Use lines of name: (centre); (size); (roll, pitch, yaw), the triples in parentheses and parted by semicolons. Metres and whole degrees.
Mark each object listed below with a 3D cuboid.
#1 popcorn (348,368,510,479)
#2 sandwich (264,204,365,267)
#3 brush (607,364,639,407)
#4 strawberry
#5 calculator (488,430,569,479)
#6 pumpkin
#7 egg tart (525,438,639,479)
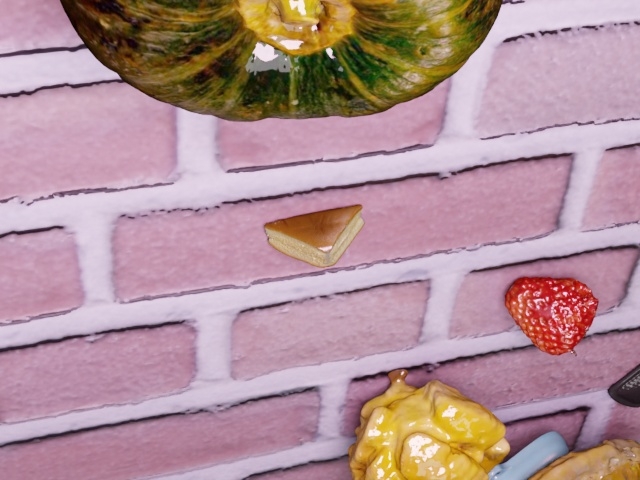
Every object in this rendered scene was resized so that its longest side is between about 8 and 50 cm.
popcorn: (0.097, 0.202, 1.107); (0.148, 0.152, 0.167); (4, 145, -26)
sandwich: (0.000, 0.000, 0.936); (0.083, 0.044, 0.031); (-12, 141, -7)
brush: (0.386, 0.114, 1.229); (0.063, 0.016, 0.193); (25, 120, -40)
strawberry: (0.208, 0.064, 1.070); (0.083, 0.073, 0.073); (24, 121, -21)
calculator: (0.179, 0.355, 1.296); (0.256, 0.054, 0.386); (-33, 143, -24)
pumpkin: (-0.021, -0.186, 0.650); (0.260, 0.189, 0.260); (-2, 153, -1)
egg tart: (0.254, 0.359, 1.223); (0.341, 0.132, 0.341); (-29, 140, -27)
